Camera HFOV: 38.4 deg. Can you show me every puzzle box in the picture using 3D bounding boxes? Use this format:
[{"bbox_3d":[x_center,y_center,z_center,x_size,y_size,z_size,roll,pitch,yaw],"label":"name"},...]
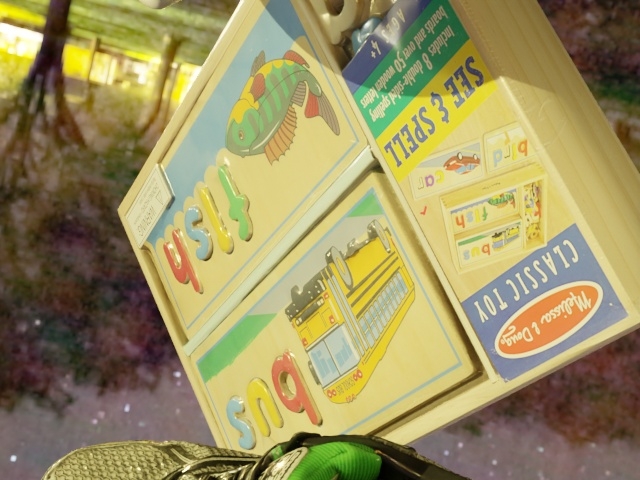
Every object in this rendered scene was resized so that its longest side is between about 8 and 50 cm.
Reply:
[{"bbox_3d":[0.000,0.000,0.561,0.052,0.272,0.409,-16,162,-35],"label":"puzzle box"}]

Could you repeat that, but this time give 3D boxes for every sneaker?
[{"bbox_3d":[-0.017,0.146,0.479,0.343,0.146,0.134,1,-140,30],"label":"sneaker"}]

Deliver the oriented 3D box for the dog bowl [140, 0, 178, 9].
[{"bbox_3d":[-0.086,-0.233,0.360,0.104,0.265,0.265,-31,-163,-8],"label":"dog bowl"}]
